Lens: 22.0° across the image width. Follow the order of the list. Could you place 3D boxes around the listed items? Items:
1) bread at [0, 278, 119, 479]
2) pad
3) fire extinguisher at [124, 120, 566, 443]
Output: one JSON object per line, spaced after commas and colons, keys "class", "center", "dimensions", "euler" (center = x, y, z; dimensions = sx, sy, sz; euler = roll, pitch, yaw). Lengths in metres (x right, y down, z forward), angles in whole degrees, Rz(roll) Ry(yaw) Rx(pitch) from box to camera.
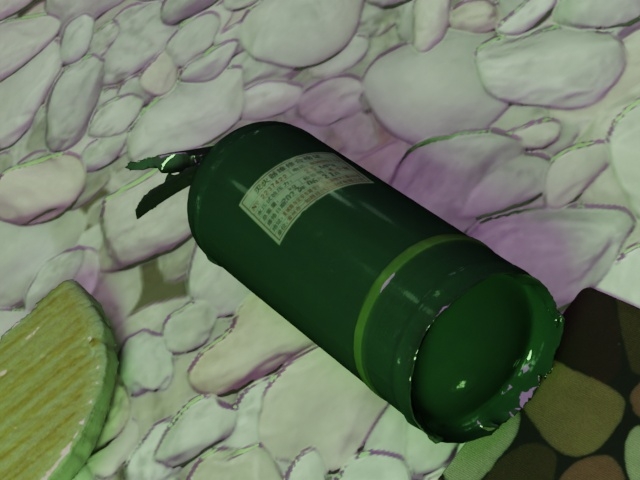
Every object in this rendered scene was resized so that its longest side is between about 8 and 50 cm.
{"class": "bread", "center": [-0.177, 0.118, 0.935], "dimensions": [0.193, 0.036, 0.112], "euler": [-46, 47, -10]}
{"class": "pad", "center": [0.155, 0.117, 0.715], "dimensions": [0.235, 0.003, 0.158], "euler": [27, 74, 46]}
{"class": "fire extinguisher", "center": [0.000, 0.000, 0.864], "dimensions": [0.118, 0.093, 0.294], "euler": [-26, 35, -22]}
